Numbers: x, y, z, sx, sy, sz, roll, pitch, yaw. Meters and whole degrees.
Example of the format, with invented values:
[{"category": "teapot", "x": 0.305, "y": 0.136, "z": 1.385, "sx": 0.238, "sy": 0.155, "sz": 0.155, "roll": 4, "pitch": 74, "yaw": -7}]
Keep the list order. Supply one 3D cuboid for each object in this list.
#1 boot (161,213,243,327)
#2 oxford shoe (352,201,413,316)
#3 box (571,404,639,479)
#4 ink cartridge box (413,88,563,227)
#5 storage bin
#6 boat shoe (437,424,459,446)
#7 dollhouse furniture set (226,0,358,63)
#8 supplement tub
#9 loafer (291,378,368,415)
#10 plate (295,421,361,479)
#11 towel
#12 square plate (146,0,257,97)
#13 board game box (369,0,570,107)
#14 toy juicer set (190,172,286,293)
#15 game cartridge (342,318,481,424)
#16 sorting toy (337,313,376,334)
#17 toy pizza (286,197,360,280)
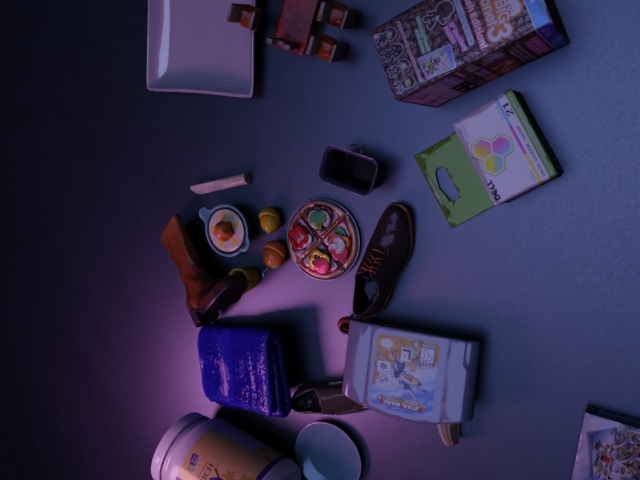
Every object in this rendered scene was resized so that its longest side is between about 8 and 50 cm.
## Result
[{"category": "boot", "x": -0.311, "y": 0.055, "z": 1.577, "sx": 0.280, "sy": 0.096, "sz": 0.264, "roll": 66, "pitch": 151, "yaw": 13}, {"category": "oxford shoe", "x": 0.136, "y": 0.049, "z": 1.356, "sx": 0.097, "sy": 0.098, "sz": 0.271, "roll": 20, "pitch": 107, "yaw": 25}, {"category": "box", "x": 0.586, "y": 0.461, "z": 1.203, "sx": 0.159, "sy": 0.044, "sz": 0.233, "roll": 12, "pitch": 104, "yaw": 27}, {"category": "ink cartridge box", "x": 0.319, "y": -0.152, "z": 1.224, "sx": 0.255, "sy": 0.097, "sz": 0.189, "roll": -30, "pitch": 83, "yaw": 28}, {"category": "storage bin", "x": 0.080, "y": -0.164, "z": 1.358, "sx": 0.135, "sy": 0.091, "sz": 0.098, "roll": 22, "pitch": 108, "yaw": 24}, {"category": "boat shoe", "x": 0.291, "y": 0.371, "z": 1.342, "sx": 0.059, "sy": 0.063, "sz": 0.170, "roll": -5, "pitch": 95, "yaw": 35}, {"category": "dollhouse furniture set", "x": -0.038, "y": -0.546, "z": 1.346, "sx": 0.262, "sy": 0.135, "sz": 0.259, "roll": 25, "pitch": 115, "yaw": 11}, {"category": "supplement tub", "x": -0.243, "y": 0.610, "z": 1.573, "sx": 0.331, "sy": 0.241, "sz": 0.241, "roll": 21, "pitch": 108, "yaw": 25}, {"category": "loafer", "x": 0.032, "y": 0.387, "z": 1.474, "sx": 0.251, "sy": 0.087, "sz": 0.094, "roll": -17, "pitch": 90, "yaw": 30}, {"category": "plate", "x": 0.022, "y": 0.545, "z": 1.542, "sx": 0.188, "sy": 0.024, "sz": 0.188, "roll": 5, "pitch": 101, "yaw": 29}, {"category": "towel", "x": -0.207, "y": 0.330, "z": 1.560, "sx": 0.308, "sy": 0.076, "sz": 0.228, "roll": -6, "pitch": 96, "yaw": 46}, {"category": "square plate", "x": -0.292, "y": -0.542, "z": 1.528, "sx": 0.344, "sy": 0.049, "sz": 0.347, "roll": 11, "pitch": 103, "yaw": 28}, {"category": "board game box", "x": 0.280, "y": -0.376, "z": 1.132, "sx": 0.291, "sy": 0.232, "sz": 0.141, "roll": -22, "pitch": 87, "yaw": 29}, {"category": "toy juicer set", "x": -0.208, "y": -0.045, "z": 1.538, "sx": 0.209, "sy": 0.089, "sz": 0.329, "roll": -32, "pitch": 82, "yaw": 29}, {"category": "game cartridge", "x": 0.191, "y": 0.291, "z": 1.336, "sx": 0.297, "sy": 0.062, "sz": 0.198, "roll": 6, "pitch": 86, "yaw": 26}, {"category": "sorting toy", "x": 0.091, "y": 0.192, "z": 1.443, "sx": 0.102, "sy": 0.042, "sz": 0.061, "roll": 1, "pitch": 114, "yaw": 17}, {"category": "toy pizza", "x": 0.000, "y": 0.000, "z": 1.462, "sx": 0.201, "sy": 0.032, "sz": 0.201, "roll": 5, "pitch": 100, "yaw": 28}]
